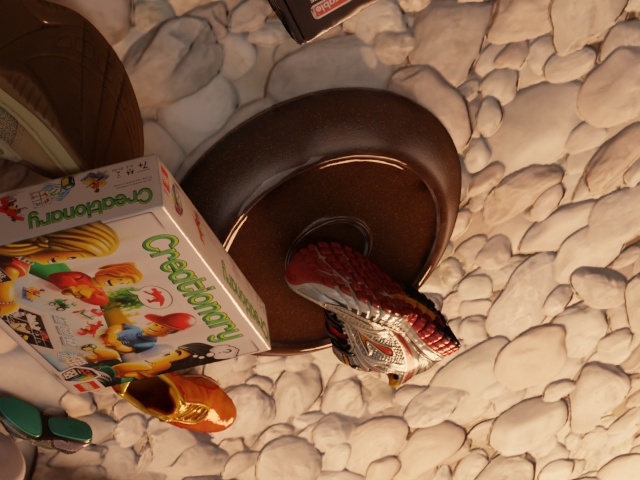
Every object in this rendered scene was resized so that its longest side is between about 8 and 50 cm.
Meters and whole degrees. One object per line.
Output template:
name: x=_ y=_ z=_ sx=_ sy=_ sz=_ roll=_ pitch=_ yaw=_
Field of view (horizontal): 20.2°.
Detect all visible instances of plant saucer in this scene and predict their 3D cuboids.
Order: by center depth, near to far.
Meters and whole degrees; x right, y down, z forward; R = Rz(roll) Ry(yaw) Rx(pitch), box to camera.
plant saucer: x=0.000 y=0.000 z=1.667 sx=0.311 sy=0.050 sz=0.310 roll=-16 pitch=135 yaw=-17

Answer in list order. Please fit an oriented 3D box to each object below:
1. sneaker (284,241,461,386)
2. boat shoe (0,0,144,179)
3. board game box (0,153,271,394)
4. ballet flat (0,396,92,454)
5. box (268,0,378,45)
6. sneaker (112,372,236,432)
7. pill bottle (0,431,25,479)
sneaker: x=0.040 y=0.078 z=1.660 sx=0.093 sy=0.088 sz=0.225 roll=-42 pitch=135 yaw=13
boat shoe: x=-0.250 y=-0.130 z=1.382 sx=0.110 sy=0.121 sz=0.341 roll=-7 pitch=151 yaw=25
board game box: x=-0.175 y=0.037 z=1.504 sx=0.193 sy=0.053 sz=0.305 roll=-14 pitch=153 yaw=10
ballet flat: x=-0.268 y=0.178 z=1.684 sx=0.114 sy=0.041 sz=0.041 roll=24 pitch=114 yaw=-40
box: x=0.049 y=-0.335 z=1.382 sx=0.296 sy=0.073 sz=0.293 roll=-29 pitch=135 yaw=-2
sneaker: x=-0.142 y=0.154 z=1.710 sx=0.064 sy=0.067 sz=0.175 roll=-47 pitch=136 yaw=13
pill bottle: x=-0.343 y=0.260 z=1.673 sx=0.094 sy=0.094 sz=0.169 roll=5 pitch=125 yaw=-32
